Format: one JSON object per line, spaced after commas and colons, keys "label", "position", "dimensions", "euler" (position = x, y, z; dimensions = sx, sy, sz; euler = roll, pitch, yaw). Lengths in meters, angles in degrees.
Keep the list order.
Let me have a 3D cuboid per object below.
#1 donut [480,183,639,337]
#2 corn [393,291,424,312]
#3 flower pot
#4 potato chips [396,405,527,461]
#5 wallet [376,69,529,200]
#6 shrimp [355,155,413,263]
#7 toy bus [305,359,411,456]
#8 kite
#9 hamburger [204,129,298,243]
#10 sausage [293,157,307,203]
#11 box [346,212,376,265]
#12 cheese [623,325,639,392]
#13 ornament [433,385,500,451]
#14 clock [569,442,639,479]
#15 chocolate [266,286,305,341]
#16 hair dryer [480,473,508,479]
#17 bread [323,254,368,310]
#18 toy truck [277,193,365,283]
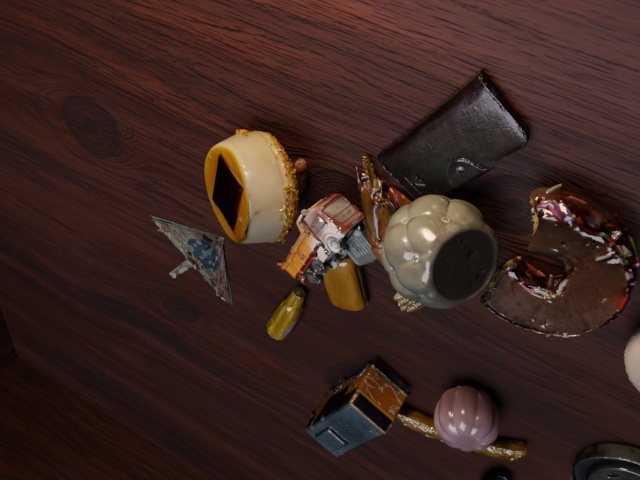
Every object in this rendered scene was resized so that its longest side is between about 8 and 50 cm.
{"label": "donut", "position": [0.500, 0.056, 1.212], "dimensions": [0.259, 0.136, 0.345], "euler": [24, 136, 14]}
{"label": "corn", "position": [0.269, 0.107, 1.459], "dimensions": [0.087, 0.087, 0.210], "euler": [47, 130, -7]}
{"label": "flower pot", "position": [0.248, 0.021, 1.267], "dimensions": [0.195, 0.246, 0.246], "euler": [34, 151, 59]}
{"label": "potato chips", "position": [0.401, 0.572, 1.758], "dimensions": [0.406, 0.057, 0.080], "euler": [11, 123, 27]}
{"label": "wallet", "position": [0.267, -0.192, 1.234], "dimensions": [0.172, 0.045, 0.318], "euler": [49, 138, -7]}
{"label": "shrimp", "position": [0.170, -0.064, 1.383], "dimensions": [0.152, 0.063, 0.288], "euler": [-10, 108, 23]}
{"label": "toy bus", "position": [0.107, 0.522, 1.823], "dimensions": [0.162, 0.194, 0.323], "euler": [40, 137, -2]}
{"label": "kite", "position": [-0.406, 0.063, 1.936], "dimensions": [0.406, 0.014, 0.368], "euler": [50, 136, -10]}
{"label": "hamburger", "position": [-0.157, -0.130, 1.450], "dimensions": [0.294, 0.179, 0.276], "euler": [53, 145, 32]}
{"label": "sausage", "position": [-0.063, -0.137, 1.508], "dimensions": [0.047, 0.041, 0.177], "euler": [-2, 141, -20]}
{"label": "box", "position": [0.101, -0.006, 1.485], "dimensions": [0.084, 0.069, 0.122], "euler": [-26, 107, 46]}
{"label": "cheese", "position": [0.719, 0.251, 1.203], "dimensions": [0.188, 0.154, 0.198], "euler": [8, 129, 37]}
{"label": "ornament", "position": [0.399, 0.479, 1.623], "dimensions": [0.177, 0.177, 0.178], "euler": [19, 133, 21]}
{"label": "clock", "position": [0.793, 0.634, 1.537], "dimensions": [0.280, 0.055, 0.281], "euler": [19, 133, 22]}
{"label": "chocolate", "position": [-0.100, 0.217, 1.805], "dimensions": [0.085, 0.086, 0.219], "euler": [34, 135, 7]}
{"label": "hair dryer", "position": [0.600, 0.815, 1.810], "dimensions": [0.271, 0.091, 0.236], "euler": [24, 144, 12]}
{"label": "bread", "position": [0.061, 0.110, 1.611], "dimensions": [0.115, 0.077, 0.201], "euler": [2, 126, 24]}
{"label": "toy truck", "position": [0.000, 0.000, 1.437], "dimensions": [0.135, 0.114, 0.270], "euler": [44, 141, 8]}
